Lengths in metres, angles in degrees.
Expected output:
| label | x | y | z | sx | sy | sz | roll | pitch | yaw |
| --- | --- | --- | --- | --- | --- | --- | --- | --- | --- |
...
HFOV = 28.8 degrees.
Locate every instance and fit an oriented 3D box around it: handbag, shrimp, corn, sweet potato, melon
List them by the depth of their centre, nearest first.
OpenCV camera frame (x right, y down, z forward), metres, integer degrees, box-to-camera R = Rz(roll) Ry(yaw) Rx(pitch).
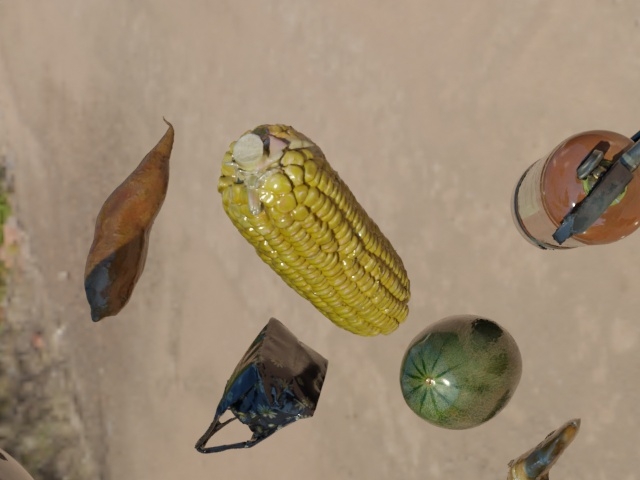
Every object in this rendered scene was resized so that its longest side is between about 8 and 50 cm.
| label | x | y | z | sx | sy | sz | roll | pitch | yaw |
| --- | --- | --- | --- | --- | --- | --- | --- | --- | --- |
| corn | 0.000 | 0.000 | 0.861 | 0.238 | 0.080 | 0.080 | 51 | -169 | -50 |
| sweet potato | -0.165 | -0.021 | 1.089 | 0.056 | 0.056 | 0.195 | -9 | 59 | 65 |
| handbag | -0.069 | 0.149 | 1.146 | 0.139 | 0.072 | 0.115 | -41 | 12 | 19 |
| melon | 0.142 | 0.130 | 1.254 | 0.114 | 0.167 | 0.114 | 5 | 101 | 28 |
| shrimp | 0.236 | 0.231 | 1.344 | 0.095 | 0.045 | 0.162 | -55 | -7 | -26 |

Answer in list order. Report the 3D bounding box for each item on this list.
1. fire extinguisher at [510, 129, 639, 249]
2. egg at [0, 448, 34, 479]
| label | x | y | z | sx | sy | sz | roll | pitch | yaw |
| --- | --- | --- | --- | --- | --- | --- | --- | --- | --- |
| fire extinguisher | 0.289 | -0.078 | 1.309 | 0.200 | 0.113 | 0.376 | -64 | -3 | 1 |
| egg | -0.229 | 0.202 | 0.713 | 0.232 | 0.176 | 0.176 | 33 | 122 | 49 |
